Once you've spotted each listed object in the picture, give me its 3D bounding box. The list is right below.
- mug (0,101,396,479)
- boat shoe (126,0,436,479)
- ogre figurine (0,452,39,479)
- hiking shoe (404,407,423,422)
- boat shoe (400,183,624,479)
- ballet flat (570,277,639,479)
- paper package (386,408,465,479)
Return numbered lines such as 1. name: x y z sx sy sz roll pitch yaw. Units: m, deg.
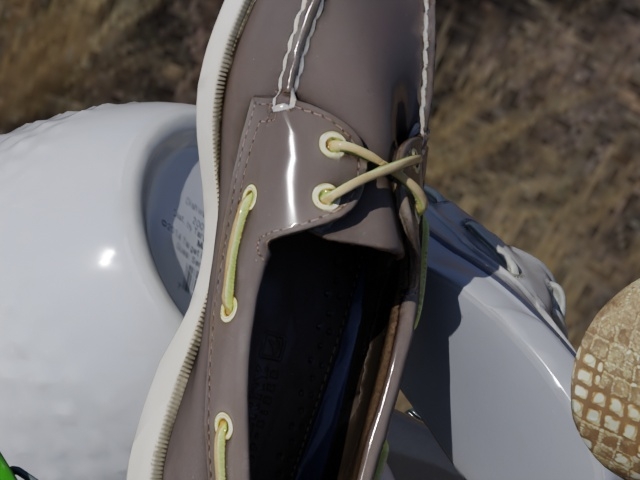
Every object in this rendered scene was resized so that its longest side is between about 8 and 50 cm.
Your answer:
1. mug: -0.112 0.103 1.126 0.374 0.328 0.276 44 40 -17
2. boat shoe: 0.000 0.000 0.870 0.117 0.324 0.097 14 1 -36
3. ogre figurine: -0.109 0.170 0.571 0.118 0.097 0.197 32 80 10
4. hiking shoe: 0.089 0.318 1.903 0.113 0.132 0.304 17 67 8
5. boat shoe: 0.076 0.041 0.958 0.088 0.096 0.267 -13 33 -31
6. ballet flat: 0.155 0.035 0.390 0.206 0.073 0.067 -1 22 -8
7. paper package: 0.021 0.273 1.304 0.325 0.168 0.309 23 76 33
